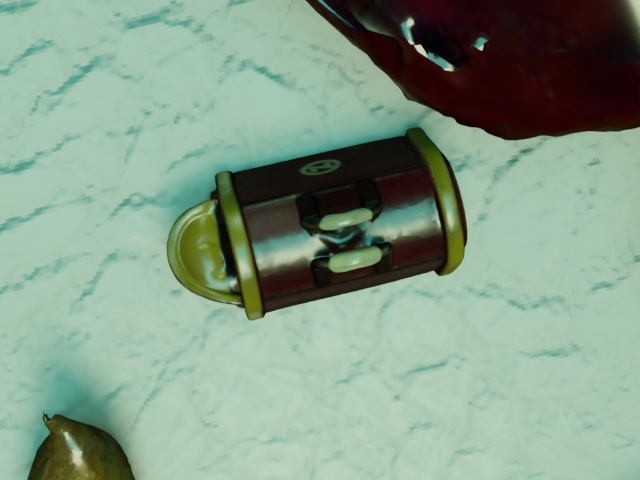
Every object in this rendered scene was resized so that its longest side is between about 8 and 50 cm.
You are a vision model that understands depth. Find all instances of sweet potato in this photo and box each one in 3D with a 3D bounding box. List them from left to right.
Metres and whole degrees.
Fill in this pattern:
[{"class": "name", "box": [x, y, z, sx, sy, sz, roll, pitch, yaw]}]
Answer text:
[{"class": "sweet potato", "box": [-0.122, 0.177, 0.678, 0.068, 0.068, 0.226, -1, 113, -4]}]

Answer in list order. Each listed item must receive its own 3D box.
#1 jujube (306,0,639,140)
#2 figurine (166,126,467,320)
[{"class": "jujube", "box": [0.075, -0.204, 0.574, 0.377, 0.258, 0.258, 43, 91, 4]}, {"class": "figurine", "box": [-0.001, -0.001, 0.649, 0.154, 0.098, 0.082, -13, 99, -5]}]
